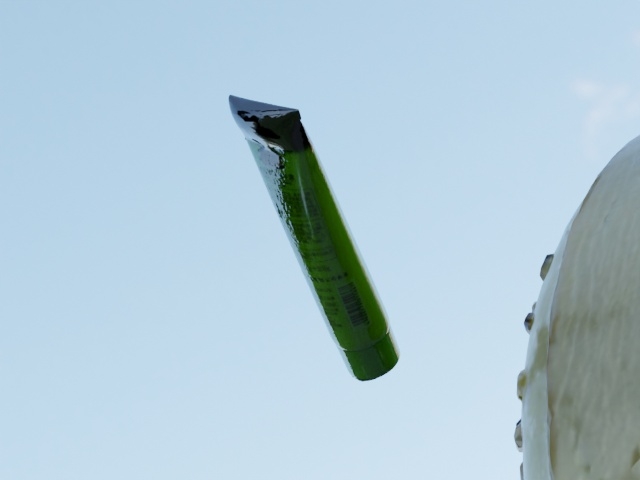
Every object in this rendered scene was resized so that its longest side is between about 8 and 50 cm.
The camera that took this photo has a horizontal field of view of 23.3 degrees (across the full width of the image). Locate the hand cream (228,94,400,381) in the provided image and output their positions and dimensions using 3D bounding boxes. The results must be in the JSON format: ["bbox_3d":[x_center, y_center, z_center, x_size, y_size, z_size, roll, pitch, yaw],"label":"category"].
[{"bbox_3d":[0.000,0.000,0.559,0.023,0.036,0.122,-43,-52,-25],"label":"hand cream"}]

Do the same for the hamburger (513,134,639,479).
[{"bbox_3d":[0.205,0.077,0.542,0.300,0.300,0.176,-10,-18,-32],"label":"hamburger"}]
